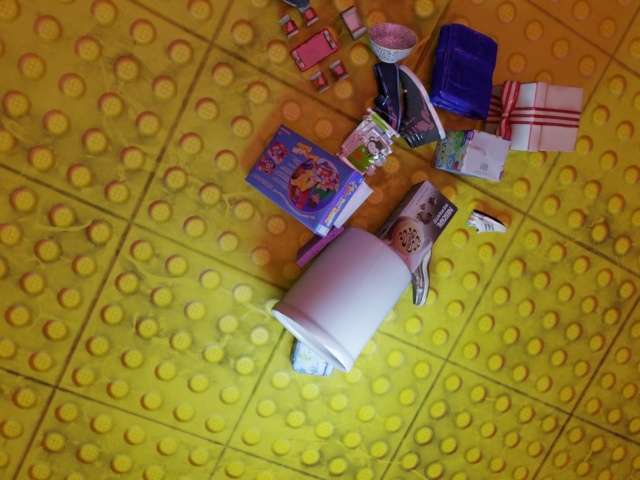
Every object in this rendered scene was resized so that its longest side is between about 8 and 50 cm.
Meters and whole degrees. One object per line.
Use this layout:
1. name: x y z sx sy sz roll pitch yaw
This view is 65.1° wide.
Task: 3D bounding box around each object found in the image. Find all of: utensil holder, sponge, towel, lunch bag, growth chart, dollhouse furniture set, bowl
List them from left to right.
1. lunch bag: -0.009 0.397 1.895 0.176 0.090 0.219 16 99 -15
2. sponge: 0.000 0.000 1.779 0.210 0.117 0.031 -41 103 13
3. dollhouse furniture set: 0.024 -0.668 1.683 0.259 0.135 0.262 -30 105 9
4. utensil holder: 0.078 0.192 1.706 0.327 0.327 0.385 45 72 -15
5. growth chart: 0.166 -0.329 1.762 0.172 0.021 0.237 35 123 -9
6. bowl: 0.238 -0.660 1.709 0.170 0.170 0.080 -1 142 -9
7. towel: 0.503 -0.587 1.734 0.227 0.076 0.308 15 77 -12

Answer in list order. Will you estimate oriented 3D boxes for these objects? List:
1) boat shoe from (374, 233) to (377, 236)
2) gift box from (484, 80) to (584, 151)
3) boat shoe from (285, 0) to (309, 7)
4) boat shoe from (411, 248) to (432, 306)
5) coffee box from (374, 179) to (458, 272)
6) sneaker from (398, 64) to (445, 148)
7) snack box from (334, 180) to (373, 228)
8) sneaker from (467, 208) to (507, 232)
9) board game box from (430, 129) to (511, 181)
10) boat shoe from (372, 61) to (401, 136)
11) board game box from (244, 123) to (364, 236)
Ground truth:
1. boat shoe: 0.258 0.072 1.887 0.070 0.077 0.219 -19 97 -39
2. gift box: 0.718 -0.420 1.773 0.258 0.276 0.255 -3 98 -25
3. boat shoe: -0.149 -0.841 1.590 0.306 0.105 0.113 37 86 17
4. boat shoe: 0.358 0.120 1.902 0.095 0.095 0.258 5 89 -8
5. coffee box: 0.334 -0.048 1.800 0.168 0.119 0.297 41 76 -8
6. sneaker: 0.311 -0.459 1.767 0.147 0.104 0.296 -29 99 6
7. snack box: 0.079 -0.140 1.738 0.070 0.207 0.174 42 91 -15
8. sneaker: 0.638 -0.058 1.935 0.161 0.057 0.075 23 113 -15
9. board game box: 0.513 -0.299 1.743 0.144 0.275 0.142 12 99 -11
10. boat shoe: 0.222 -0.490 1.755 0.089 0.109 0.258 -4 86 -15
11. board game box: -0.060 -0.203 1.658 0.347 0.078 0.233 37 95 29
